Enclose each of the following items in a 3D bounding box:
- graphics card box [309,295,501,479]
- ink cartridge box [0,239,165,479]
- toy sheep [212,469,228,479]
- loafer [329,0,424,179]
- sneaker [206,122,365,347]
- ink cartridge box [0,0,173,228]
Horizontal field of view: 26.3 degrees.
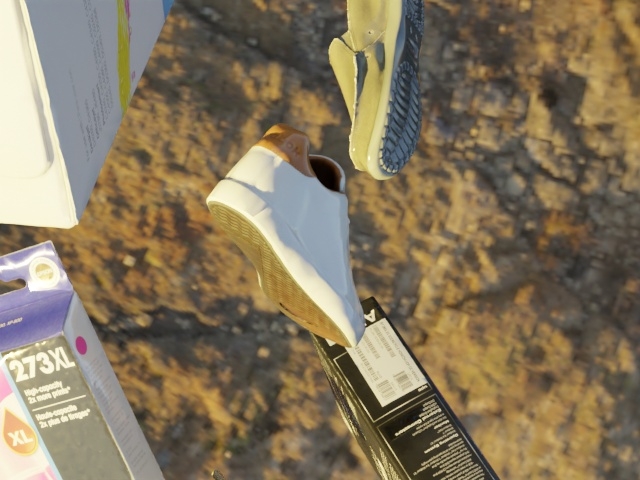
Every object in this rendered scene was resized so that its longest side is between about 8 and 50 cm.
[{"bbox_3d":[0.127,0.265,1.511,0.094,0.371,0.232,-30,144,-7],"label":"graphics card box"},{"bbox_3d":[-0.296,0.196,1.490,0.371,0.176,0.069,68,23,-12],"label":"ink cartridge box"},{"bbox_3d":[-0.114,0.297,1.449,0.132,0.091,0.091,-29,118,-26],"label":"toy sheep"},{"bbox_3d":[0.057,-0.177,1.464,0.094,0.087,0.251,49,42,-54],"label":"loafer"},{"bbox_3d":[0.000,0.000,1.281,0.123,0.106,0.290,-56,150,-18],"label":"sneaker"},{"bbox_3d":[-0.218,-0.171,0.832,0.270,0.198,0.197,-77,168,-46],"label":"ink cartridge box"}]
